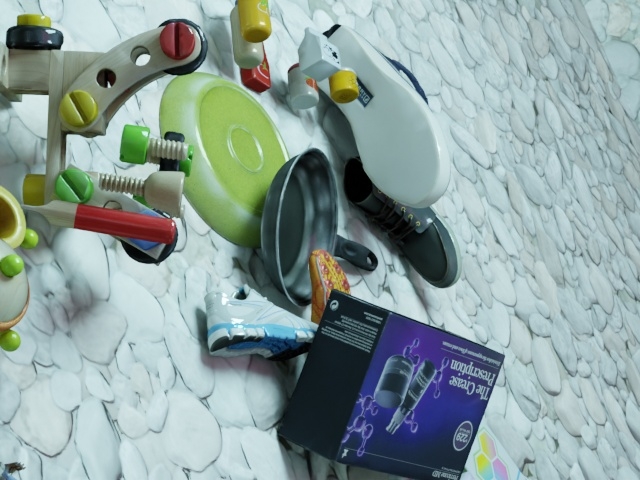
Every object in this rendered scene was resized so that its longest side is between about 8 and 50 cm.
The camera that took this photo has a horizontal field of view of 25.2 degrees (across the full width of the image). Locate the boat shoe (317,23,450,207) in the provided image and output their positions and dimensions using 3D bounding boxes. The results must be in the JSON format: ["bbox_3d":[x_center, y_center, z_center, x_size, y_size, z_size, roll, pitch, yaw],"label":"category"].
[{"bbox_3d":[0.118,-0.164,2.004,0.158,0.127,0.340,20,33,-47],"label":"boat shoe"}]

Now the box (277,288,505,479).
[{"bbox_3d":[0.091,0.184,1.725,0.261,0.103,0.184,22,91,-49],"label":"box"}]

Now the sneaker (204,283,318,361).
[{"bbox_3d":[-0.065,0.091,1.668,0.190,0.071,0.083,15,50,-53],"label":"sneaker"}]

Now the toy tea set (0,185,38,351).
[{"bbox_3d":[-0.364,-0.046,1.243,0.336,0.124,0.200,39,39,-37],"label":"toy tea set"}]

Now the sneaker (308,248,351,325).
[{"bbox_3d":[0.008,0.097,1.761,0.064,0.067,0.175,-26,104,-61],"label":"sneaker"}]

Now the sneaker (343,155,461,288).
[{"bbox_3d":[0.108,-0.024,2.021,0.118,0.083,0.222,-11,68,-54],"label":"sneaker"}]

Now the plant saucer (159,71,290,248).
[{"bbox_3d":[-0.104,-0.108,1.782,0.241,0.037,0.241,36,41,-40],"label":"plant saucer"}]

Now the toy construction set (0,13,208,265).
[{"bbox_3d":[-0.245,-0.096,1.406,0.309,0.237,0.257,-93,-167,-67],"label":"toy construction set"}]

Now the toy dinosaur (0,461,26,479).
[{"bbox_3d":[-0.273,0.242,1.280,0.090,0.047,0.082,2,72,-21],"label":"toy dinosaur"}]

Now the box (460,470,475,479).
[{"bbox_3d":[0.118,0.384,1.736,0.063,0.067,0.324,62,31,-4],"label":"box"}]

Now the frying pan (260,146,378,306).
[{"bbox_3d":[-0.001,-0.029,1.827,0.326,0.053,0.197,-26,119,-66],"label":"frying pan"}]

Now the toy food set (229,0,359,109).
[{"bbox_3d":[-0.048,-0.262,1.908,0.232,0.111,0.105,24,49,-45],"label":"toy food set"}]

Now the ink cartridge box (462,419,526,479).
[{"bbox_3d":[0.195,0.296,1.923,0.209,0.062,0.109,55,32,-16],"label":"ink cartridge box"}]
